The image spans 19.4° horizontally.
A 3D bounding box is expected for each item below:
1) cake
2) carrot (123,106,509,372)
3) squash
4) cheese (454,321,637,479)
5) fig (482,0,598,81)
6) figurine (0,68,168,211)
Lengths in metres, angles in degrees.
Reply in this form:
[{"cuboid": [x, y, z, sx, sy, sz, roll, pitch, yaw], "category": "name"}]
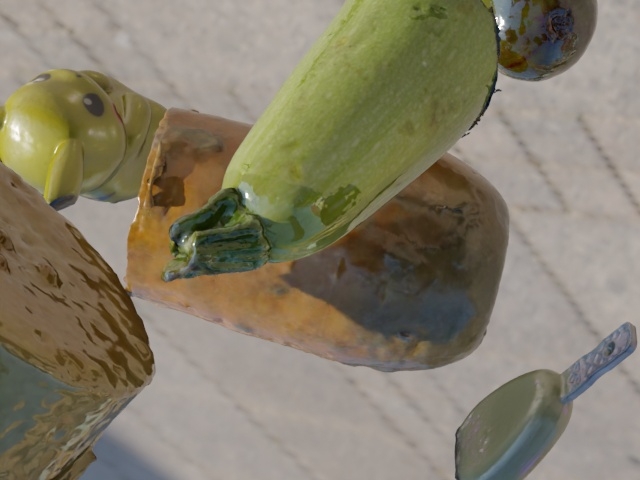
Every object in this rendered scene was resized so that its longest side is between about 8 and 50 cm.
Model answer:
[{"cuboid": [-0.334, 0.106, 1.418, 0.332, 0.321, 0.332, 39, -166, -11], "category": "cake"}, {"cuboid": [0.000, 0.000, 1.755, 0.340, 0.224, 0.224, 11, 159, 0], "category": "carrot"}, {"cuboid": [0.010, -0.051, 1.271, 0.137, 0.287, 0.137, 27, 151, 16], "category": "squash"}, {"cuboid": [0.176, 0.125, 1.453, 0.037, 0.097, 0.192, 31, 126, -20], "category": "cheese"}, {"cuboid": [0.172, -0.220, 1.801, 0.124, 0.124, 0.236, 39, 172, -28], "category": "fig"}, {"cuboid": [-0.308, -0.125, 2.283, 0.218, 0.169, 0.327, 25, -173, 20], "category": "figurine"}]
